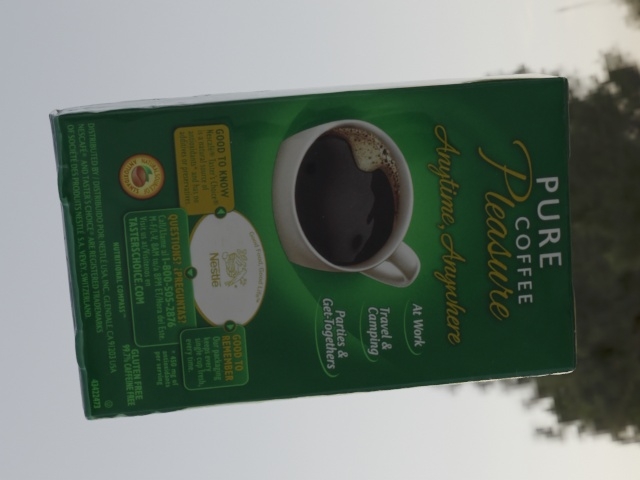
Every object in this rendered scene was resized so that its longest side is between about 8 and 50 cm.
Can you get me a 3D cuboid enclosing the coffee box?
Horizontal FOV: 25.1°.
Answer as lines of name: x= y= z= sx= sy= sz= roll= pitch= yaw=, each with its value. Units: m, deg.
coffee box: x=0.000 y=0.000 z=0.524 sx=0.040 sy=0.184 sz=0.113 roll=-132 pitch=37 yaw=-79
